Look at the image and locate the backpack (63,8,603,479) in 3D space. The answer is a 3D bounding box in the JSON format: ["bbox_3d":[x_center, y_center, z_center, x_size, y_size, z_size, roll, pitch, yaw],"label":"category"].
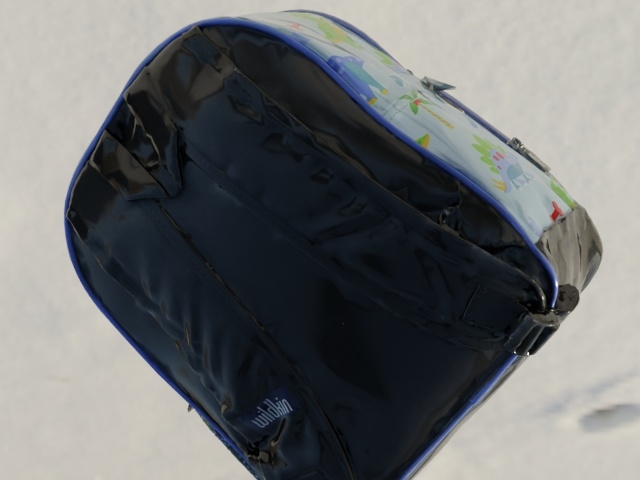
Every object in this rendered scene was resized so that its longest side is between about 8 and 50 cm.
[{"bbox_3d":[0.000,0.000,0.403,0.114,0.084,0.105,42,114,6],"label":"backpack"}]
